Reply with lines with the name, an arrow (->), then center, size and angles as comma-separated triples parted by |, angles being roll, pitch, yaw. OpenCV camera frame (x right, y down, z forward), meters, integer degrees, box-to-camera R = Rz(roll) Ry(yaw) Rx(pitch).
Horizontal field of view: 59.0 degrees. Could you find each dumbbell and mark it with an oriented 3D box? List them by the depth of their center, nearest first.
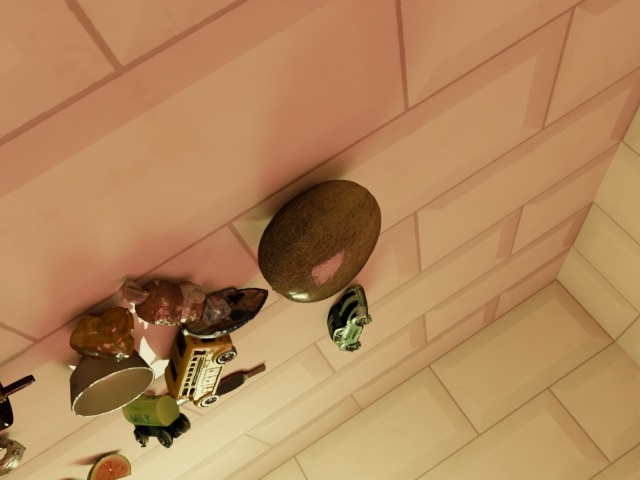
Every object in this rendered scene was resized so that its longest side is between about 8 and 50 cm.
dumbbell -> -0.766, 0.371, 1.190 | 0.325, 0.143, 0.143 | -26, 151, -18

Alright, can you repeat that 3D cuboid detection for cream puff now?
cream puff -> -0.488, 0.208, 1.284 | 0.146, 0.116, 0.146 | 10, 155, 5

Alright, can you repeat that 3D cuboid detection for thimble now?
thimble -> -0.832, 0.563, 1.474 | 0.110, 0.084, 0.062 | -29, 151, -7

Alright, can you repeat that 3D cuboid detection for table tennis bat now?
table tennis bat -> -0.297, 0.503, 2.037 | 0.220, 0.019, 0.130 | -22, 151, -20

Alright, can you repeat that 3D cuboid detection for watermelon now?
watermelon -> -0.735, 0.779, 1.938 | 0.069, 0.087, 0.163 | -16, 164, 36

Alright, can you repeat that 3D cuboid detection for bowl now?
bowl -> -0.534, 0.338, 1.425 | 0.211, 0.112, 0.211 | -25, 150, -16

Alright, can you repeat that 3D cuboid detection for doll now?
doll -> -0.366, 0.146, 1.318 | 0.115, 0.105, 0.221 | -40, 155, 23

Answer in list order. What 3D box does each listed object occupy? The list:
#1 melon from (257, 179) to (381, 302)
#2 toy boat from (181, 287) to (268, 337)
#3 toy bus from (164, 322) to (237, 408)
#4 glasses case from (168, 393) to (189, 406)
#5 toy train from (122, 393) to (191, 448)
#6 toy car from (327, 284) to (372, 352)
melon -> 0.000, 0.000, 1.344 | 0.329, 0.248, 0.248 | -43, 152, 1
toy boat -> -0.245, 0.178, 1.484 | 0.262, 0.114, 0.115 | -16, 151, -47
toy bus -> -0.350, 0.345, 1.606 | 0.151, 0.145, 0.331 | -4, 136, -32
glasses case -> -0.435, 0.498, 1.849 | 0.178, 0.045, 0.067 | -29, 151, -10
toy train -> -0.482, 0.507, 1.634 | 0.253, 0.157, 0.105 | -16, -166, 44
toy car -> 0.093, 0.282, 2.009 | 0.125, 0.136, 0.306 | -3, 142, -12
